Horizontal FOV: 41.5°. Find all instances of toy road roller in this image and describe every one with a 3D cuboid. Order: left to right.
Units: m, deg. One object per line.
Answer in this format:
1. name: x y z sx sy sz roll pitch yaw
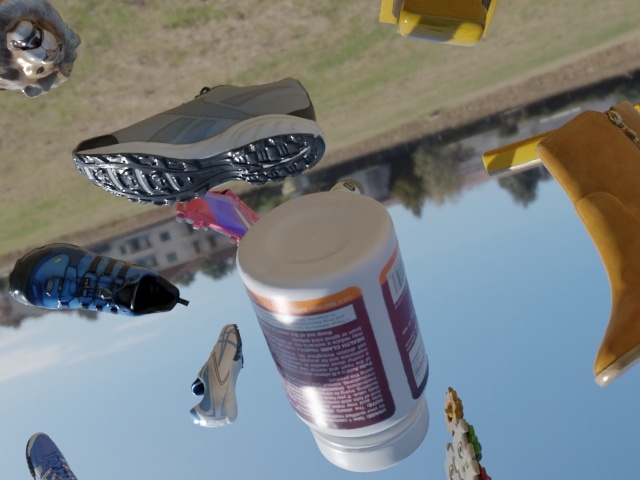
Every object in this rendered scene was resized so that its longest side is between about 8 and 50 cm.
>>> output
1. toy road roller: 0.206 -0.417 1.454 0.203 0.240 0.329 10 159 3

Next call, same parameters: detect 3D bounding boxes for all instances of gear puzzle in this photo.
1. gear puzzle: 0.259 0.406 1.444 0.044 0.339 0.175 -2 136 -8

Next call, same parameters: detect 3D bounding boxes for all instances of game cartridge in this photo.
1. game cartridge: 0.488 -0.194 1.456 0.285 0.052 0.324 -17 179 -43

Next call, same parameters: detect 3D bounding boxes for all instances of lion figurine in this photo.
1. lion figurine: -0.471 -0.162 0.913 0.392 0.142 0.240 -38 142 5

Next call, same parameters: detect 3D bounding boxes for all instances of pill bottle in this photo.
1. pill bottle: 0.036 0.144 1.248 0.224 0.392 0.224 -12 -146 8

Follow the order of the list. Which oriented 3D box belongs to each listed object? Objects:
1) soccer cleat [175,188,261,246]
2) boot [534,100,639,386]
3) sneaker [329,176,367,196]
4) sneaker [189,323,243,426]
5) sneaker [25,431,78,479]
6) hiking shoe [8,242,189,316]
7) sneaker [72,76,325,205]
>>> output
1. soccer cleat: -0.156 -0.043 1.560 0.248 0.095 0.083 23 174 -39
2. boot: 0.275 -0.013 0.801 0.295 0.211 0.104 -34 164 -36
3. sneaker: 0.000 0.000 2.127 0.122 0.330 0.146 26 -157 13
4. sneaker: -0.180 0.229 1.484 0.086 0.085 0.237 -1 -147 2
5. sneaker: -0.533 0.487 1.733 0.081 0.211 0.080 -32 174 37
6. hiking shoe: -0.371 0.070 1.426 0.132 0.113 0.304 11 -176 39
7. sneaker: -0.134 -0.111 0.920 0.272 0.108 0.100 -10 152 1
